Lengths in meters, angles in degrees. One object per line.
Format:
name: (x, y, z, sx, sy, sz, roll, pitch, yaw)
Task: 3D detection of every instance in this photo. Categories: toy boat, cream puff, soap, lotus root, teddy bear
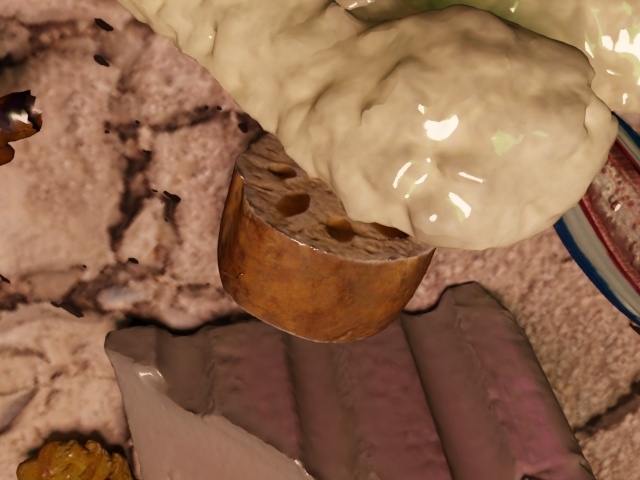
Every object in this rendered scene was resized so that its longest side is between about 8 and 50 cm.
toy boat: (0.182, -0.021, 0.626, 0.080, 0.046, 0.229, -34, 115, 9)
cream puff: (-0.149, 0.163, 0.639, 0.083, 0.058, 0.083, 7, 110, -15)
soap: (0.015, 0.174, 0.548, 0.258, 0.302, 0.159, -2, 120, -8)
lotus root: (0.000, 0.002, 0.566, 0.122, 0.112, 0.081, 15, 117, -16)
teddy bear: (-0.006, -0.246, 0.361, 0.327, 0.375, 0.362, -34, 144, -39)

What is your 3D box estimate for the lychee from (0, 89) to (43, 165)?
lychee: (-0.247, -0.046, 0.468, 0.238, 0.200, 0.200, 0, 113, 4)
